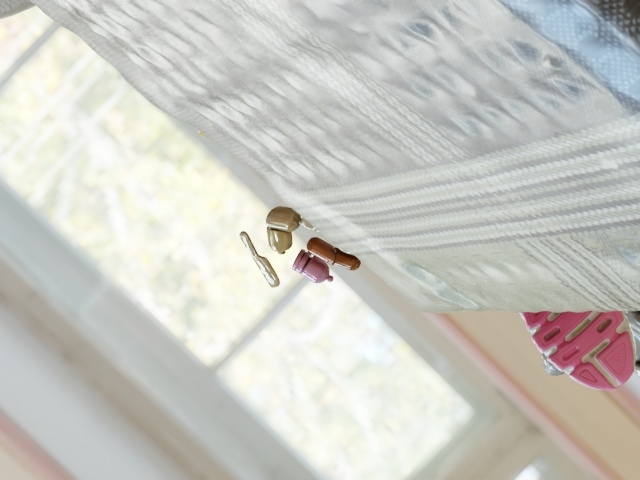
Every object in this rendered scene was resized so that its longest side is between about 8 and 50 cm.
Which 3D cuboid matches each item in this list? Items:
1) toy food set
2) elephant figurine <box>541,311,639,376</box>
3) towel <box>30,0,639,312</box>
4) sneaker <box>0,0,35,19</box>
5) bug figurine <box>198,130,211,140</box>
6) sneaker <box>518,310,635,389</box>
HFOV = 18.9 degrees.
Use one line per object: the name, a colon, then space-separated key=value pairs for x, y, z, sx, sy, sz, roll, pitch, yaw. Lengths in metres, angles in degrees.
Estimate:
toy food set: x=0.000 y=0.000 z=1.488 sx=0.122 sy=0.078 sz=0.019 roll=-13 pitch=-150 yaw=35
elephant figurine: x=0.362 y=0.080 z=2.122 sx=0.169 sy=0.239 sz=0.186 roll=-9 pitch=-147 yaw=-18
towel: x=-0.008 y=-0.085 z=0.590 sx=0.056 sy=0.312 sz=0.324 roll=-57 pitch=-165 yaw=-14
sneaker: x=-0.230 y=-0.270 z=1.403 sx=0.292 sy=0.169 sz=0.108 roll=-35 pitch=163 yaw=-44
bug figurine: x=-0.020 y=-0.180 z=1.674 sx=0.279 sy=0.216 sz=0.072 roll=-15 pitch=-125 yaw=32
sneaker: x=0.151 y=0.028 z=1.279 sx=0.063 sy=0.170 sz=0.075 roll=-44 pitch=165 yaw=8
